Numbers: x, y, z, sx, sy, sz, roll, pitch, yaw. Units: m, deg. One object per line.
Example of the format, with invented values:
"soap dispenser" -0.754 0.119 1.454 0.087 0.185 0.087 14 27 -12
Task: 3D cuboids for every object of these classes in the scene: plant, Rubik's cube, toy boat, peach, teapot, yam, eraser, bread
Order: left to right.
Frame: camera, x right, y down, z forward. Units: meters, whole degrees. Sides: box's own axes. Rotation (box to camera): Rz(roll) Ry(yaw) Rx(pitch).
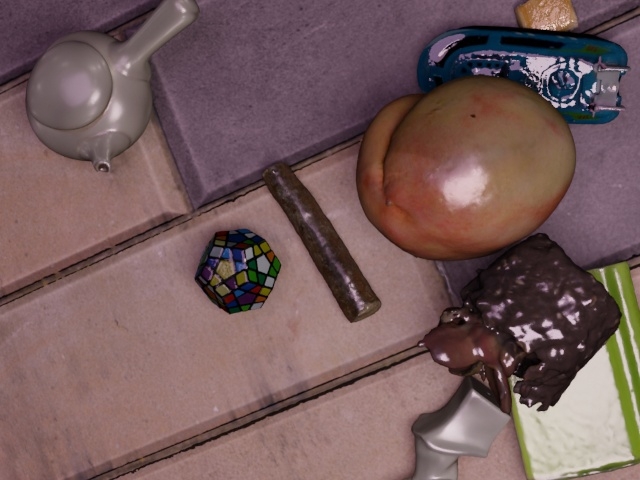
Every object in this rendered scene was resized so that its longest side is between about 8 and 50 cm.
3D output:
"teapot" -0.337 -0.272 1.408 0.220 0.149 0.318 31 95 10
"Rubik's cube" -0.126 0.046 1.369 0.133 0.133 0.112 7 117 12
"yam" 0.000 0.000 1.375 0.061 0.061 0.274 -33 81 8
"peach" 0.188 -0.089 1.214 0.292 0.292 0.247 -23 107 10
"toy boat" 0.285 -0.237 1.297 0.298 0.092 0.134 6 106 11
"plant" 0.260 0.116 1.163 0.234 0.204 0.178 -44 67 -4
"bread" 0.334 -0.331 1.331 0.083 0.035 0.070 -25 83 16
"eraser" 0.362 0.185 1.274 0.210 0.092 0.274 -15 83 11

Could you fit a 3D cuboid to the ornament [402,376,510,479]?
"ornament" 0.168 0.328 1.296 0.120 0.130 0.285 24 85 3
